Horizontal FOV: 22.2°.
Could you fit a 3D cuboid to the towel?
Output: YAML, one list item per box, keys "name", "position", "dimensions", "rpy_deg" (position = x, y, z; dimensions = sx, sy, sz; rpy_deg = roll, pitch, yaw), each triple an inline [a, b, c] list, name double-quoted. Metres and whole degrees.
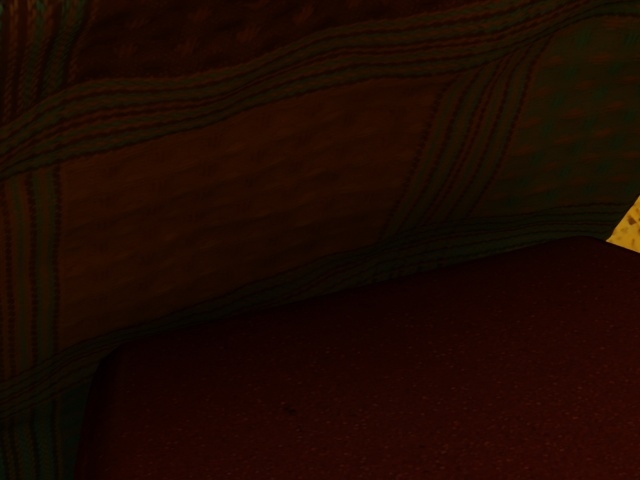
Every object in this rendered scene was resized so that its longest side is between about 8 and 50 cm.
- name: "towel"
  position: [0.000, 0.000, 0.537]
  dimensions: [0.271, 0.370, 0.040]
  rpy_deg: [-17, 67, -17]

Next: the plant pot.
- name: "plant pot"
  position: [0.053, 0.150, 0.486]
  dimensions: [0.267, 0.267, 0.235]
  rpy_deg: [-13, 37, -13]
